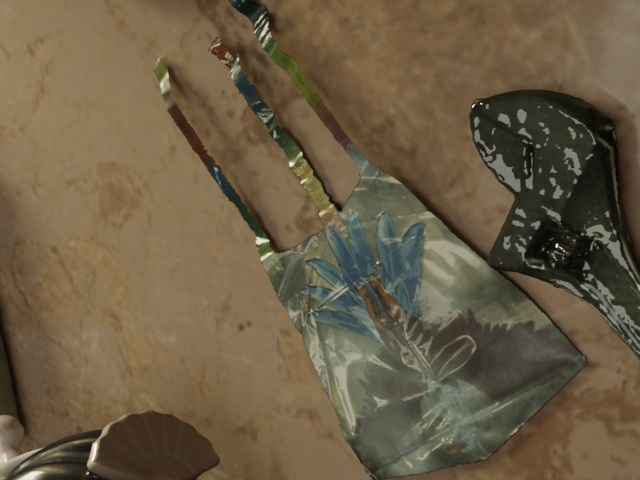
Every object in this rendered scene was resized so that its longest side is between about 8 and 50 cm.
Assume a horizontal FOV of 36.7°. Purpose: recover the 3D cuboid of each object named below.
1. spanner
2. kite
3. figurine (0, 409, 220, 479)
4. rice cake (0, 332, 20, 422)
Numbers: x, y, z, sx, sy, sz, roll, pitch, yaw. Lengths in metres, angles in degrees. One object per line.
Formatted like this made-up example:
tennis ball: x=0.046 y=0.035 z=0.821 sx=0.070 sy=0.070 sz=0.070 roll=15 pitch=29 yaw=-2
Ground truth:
spanner: x=0.172 y=0.061 z=0.444 sx=0.325 sy=0.026 sz=0.093 roll=52 pitch=128 yaw=8
kite: x=-0.001 y=0.000 z=0.557 sx=0.310 sy=0.015 sz=0.169 roll=52 pitch=129 yaw=10
figurine: x=-0.150 y=0.304 z=0.637 sx=0.211 sy=0.253 sz=0.361 roll=1 pitch=115 yaw=54
rice cake: x=-0.290 y=0.048 z=0.769 sx=0.057 sy=0.052 sz=0.256 roll=-5 pitch=105 yaw=8
